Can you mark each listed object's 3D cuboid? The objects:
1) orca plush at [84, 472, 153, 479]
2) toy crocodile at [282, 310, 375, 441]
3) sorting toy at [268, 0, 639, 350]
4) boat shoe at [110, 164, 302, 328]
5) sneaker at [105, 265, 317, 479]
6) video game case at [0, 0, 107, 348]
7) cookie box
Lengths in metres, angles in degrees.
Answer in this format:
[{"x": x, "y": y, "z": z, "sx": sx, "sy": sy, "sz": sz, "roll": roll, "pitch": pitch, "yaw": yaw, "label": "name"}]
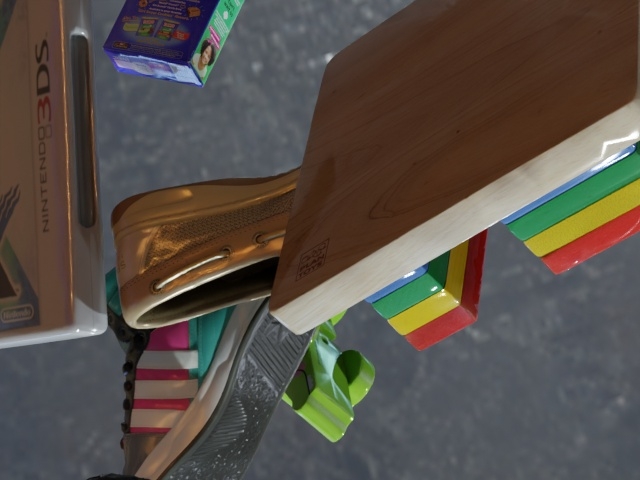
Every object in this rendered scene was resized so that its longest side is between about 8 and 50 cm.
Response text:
[{"x": -0.102, "y": 0.183, "z": 0.930, "sx": 0.102, "sy": 0.151, "sz": 0.287, "roll": -10, "pitch": -179, "yaw": 41, "label": "orca plush"}, {"x": -0.027, "y": 0.099, "z": 2.105, "sx": 0.105, "sy": 0.340, "sz": 0.115, "roll": -40, "pitch": 123, "yaw": 16, "label": "toy crocodile"}, {"x": 0.109, "y": -0.069, "z": 1.147, "sx": 0.257, "sy": 0.255, "sz": 0.089, "roll": -32, "pitch": 118, "yaw": 31, "label": "sorting toy"}, {"x": 0.000, "y": 0.000, "z": 1.390, "sx": 0.302, "sy": 0.098, "sz": 0.109, "roll": -10, "pitch": 157, "yaw": 6, "label": "boat shoe"}, {"x": -0.135, "y": 0.110, "z": 1.635, "sx": 0.124, "sy": 0.178, "sz": 0.295, "roll": 16, "pitch": 108, "yaw": -53, "label": "sneaker"}, {"x": -0.281, "y": -0.062, "z": 1.533, "sx": 0.036, "sy": 0.300, "sz": 0.329, "roll": 2, "pitch": 172, "yaw": -41, "label": "video game case"}, {"x": -0.128, "y": -0.196, "z": 1.728, "sx": 0.091, "sy": 0.107, "sz": 0.040, "roll": 12, "pitch": 155, "yaw": 24, "label": "cookie box"}]
